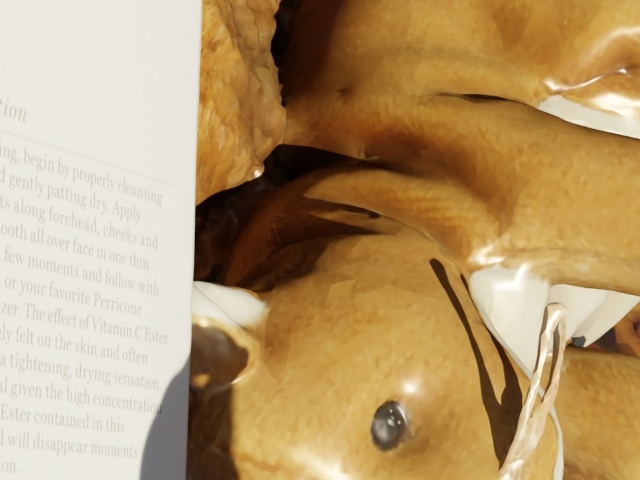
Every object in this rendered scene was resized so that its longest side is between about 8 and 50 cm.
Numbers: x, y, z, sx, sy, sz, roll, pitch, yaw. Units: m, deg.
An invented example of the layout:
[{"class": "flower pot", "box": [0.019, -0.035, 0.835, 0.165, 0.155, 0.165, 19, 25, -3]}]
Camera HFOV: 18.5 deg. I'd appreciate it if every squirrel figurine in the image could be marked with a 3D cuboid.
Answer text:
[{"class": "squirrel figurine", "box": [0.000, 0.000, 0.890, 0.397, 0.370, 0.281, 27, 137, 16]}]

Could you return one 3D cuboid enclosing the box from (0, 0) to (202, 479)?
[{"class": "box", "box": [-0.173, -0.032, 0.683, 0.215, 0.345, 0.168, -4, 169, 28]}]
